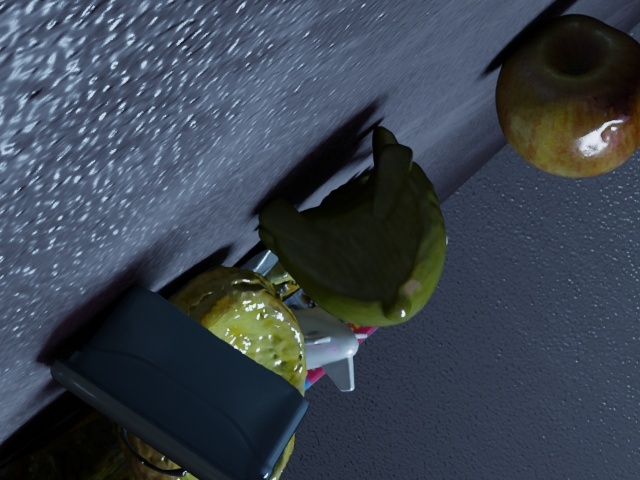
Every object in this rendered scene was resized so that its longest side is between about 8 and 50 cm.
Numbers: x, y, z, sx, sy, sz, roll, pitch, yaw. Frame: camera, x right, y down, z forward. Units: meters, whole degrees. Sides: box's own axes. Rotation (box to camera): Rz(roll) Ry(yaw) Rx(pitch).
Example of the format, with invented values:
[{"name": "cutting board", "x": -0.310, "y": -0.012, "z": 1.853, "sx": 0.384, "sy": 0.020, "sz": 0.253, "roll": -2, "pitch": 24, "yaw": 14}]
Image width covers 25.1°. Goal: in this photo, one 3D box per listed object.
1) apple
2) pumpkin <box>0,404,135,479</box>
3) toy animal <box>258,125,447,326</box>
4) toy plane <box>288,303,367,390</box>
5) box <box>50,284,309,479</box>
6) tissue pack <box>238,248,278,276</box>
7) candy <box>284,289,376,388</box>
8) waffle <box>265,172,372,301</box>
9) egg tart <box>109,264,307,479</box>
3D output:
[{"name": "apple", "x": 0.333, "y": -0.188, "z": 1.868, "sx": 0.211, "sy": 0.211, "sz": 0.188, "roll": -40, "pitch": 153, "yaw": -17}, {"name": "pumpkin", "x": -0.242, "y": 0.252, "z": 1.646, "sx": 0.222, "sy": 0.139, "sz": 0.317, "roll": -31, "pitch": -176, "yaw": 32}, {"name": "toy animal", "x": 0.045, "y": -0.003, "z": 1.551, "sx": 0.181, "sy": 0.180, "sz": 0.363, "roll": -34, "pitch": -178, "yaw": 1}, {"name": "toy plane", "x": -0.056, "y": 0.145, "z": 1.964, "sx": 0.252, "sy": 0.118, "sz": 0.252, "roll": -2, "pitch": 179, "yaw": 0}, {"name": "box", "x": -0.119, "y": 0.145, "z": 1.277, "sx": 0.130, "sy": 0.227, "sz": 0.162, "roll": -55, "pitch": 175, "yaw": -8}, {"name": "tissue pack", "x": -0.104, "y": 0.058, "z": 1.708, "sx": 0.193, "sy": 0.026, "sz": 0.122, "roll": -42, "pitch": 176, "yaw": 12}, {"name": "candy", "x": -0.020, "y": 0.133, "z": 2.283, "sx": 0.306, "sy": 0.157, "sz": 0.100, "roll": -36, "pitch": 173, "yaw": -43}, {"name": "waffle", "x": 0.001, "y": 0.002, "z": 1.891, "sx": 0.250, "sy": 0.056, "sz": 0.261, "roll": -42, "pitch": 173, "yaw": 5}, {"name": "egg tart", "x": -0.128, "y": 0.161, "z": 1.497, "sx": 0.294, "sy": 0.123, "sz": 0.294, "roll": -24, "pitch": 119, "yaw": -53}]
